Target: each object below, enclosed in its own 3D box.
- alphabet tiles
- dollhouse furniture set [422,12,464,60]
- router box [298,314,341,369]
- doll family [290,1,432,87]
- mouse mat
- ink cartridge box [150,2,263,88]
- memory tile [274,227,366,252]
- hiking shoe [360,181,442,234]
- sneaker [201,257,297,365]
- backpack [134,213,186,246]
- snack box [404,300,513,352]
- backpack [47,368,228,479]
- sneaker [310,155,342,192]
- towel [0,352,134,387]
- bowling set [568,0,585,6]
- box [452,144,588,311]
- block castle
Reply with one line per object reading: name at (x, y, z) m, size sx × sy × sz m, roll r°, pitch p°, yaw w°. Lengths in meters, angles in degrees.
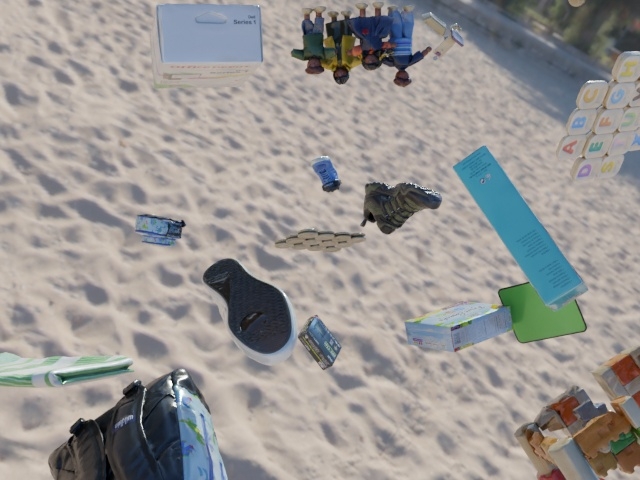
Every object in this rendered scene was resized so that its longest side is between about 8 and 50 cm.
alphabet tiles at (0.610, -0.249, 1.576) m, size 0.278 × 0.284 × 0.021 m, roll -8°, pitch 39°, yaw -29°
dollhouse furniture set at (0.264, -0.482, 1.801) m, size 0.114 × 0.081 × 0.091 m, roll 32°, pitch 38°, yaw -22°
router box at (-0.002, 0.273, 2.075) m, size 0.122 × 0.038 × 0.092 m, roll 53°, pitch 30°, yaw -11°
doll family at (0.058, -0.271, 1.091) m, size 0.193 × 0.111 × 0.076 m, roll -2°, pitch 2°, yaw 15°
mouse mat at (0.536, 0.168, 1.872) m, size 0.007 × 0.189 × 0.153 m, roll -28°, pitch 96°, yaw -49°
ink cartridge box at (-0.241, -0.393, 1.589) m, size 0.201 × 0.117 × 0.278 m, roll -4°, pitch 2°, yaw -15°
memory tile at (0.000, 0.000, 1.418) m, size 0.148 × 0.113 × 0.012 m, roll 6°, pitch 72°, yaw -36°
hiking shoe at (0.177, -0.065, 1.692) m, size 0.086 × 0.114 × 0.227 m, roll 13°, pitch -3°, yaw -35°
sneaker at (-0.097, 0.132, 1.248) m, size 0.290 × 0.106 × 0.123 m, roll 45°, pitch -18°, yaw 57°
backpack at (-0.442, -0.026, 2.085) m, size 0.105 × 0.084 × 0.114 m, roll 6°, pitch -6°, yaw 45°
snack box at (0.344, 0.211, 1.920) m, size 0.207 × 0.070 × 0.174 m, roll -15°, pitch 8°, yaw -32°
backpack at (-0.259, 0.407, 1.174) m, size 0.273 × 0.290 × 0.355 m, roll 57°, pitch -6°, yaw -17°
sneaker at (0.019, -0.186, 2.238) m, size 0.152 × 0.058 × 0.085 m, roll 38°, pitch 34°, yaw -71°
towel at (-0.555, 0.242, 1.459) m, size 0.324 × 0.038 × 0.248 m, roll -1°, pitch -2°, yaw 22°
bowling set at (0.655, -0.640, 1.673) m, size 0.287 × 0.199 × 0.154 m, roll 163°, pitch -92°, yaw -85°
box at (0.289, -0.017, 1.120) m, size 0.244 × 0.060 × 0.100 m, roll 60°, pitch 15°, yaw 21°
block castle at (0.647, 0.377, 1.557) m, size 0.213 × 0.453 × 0.303 m, roll 56°, pitch -7°, yaw 3°
